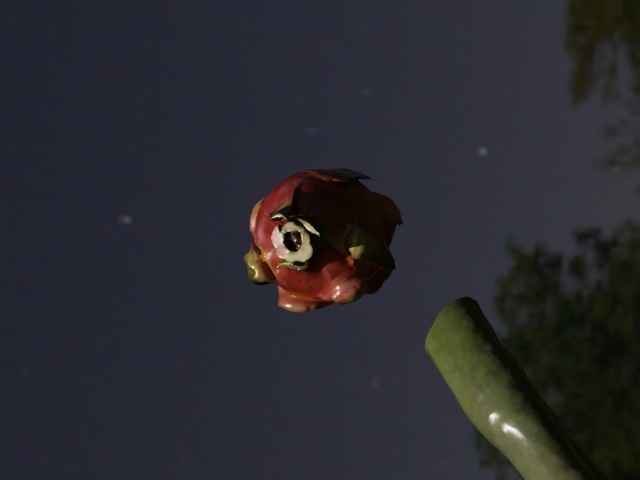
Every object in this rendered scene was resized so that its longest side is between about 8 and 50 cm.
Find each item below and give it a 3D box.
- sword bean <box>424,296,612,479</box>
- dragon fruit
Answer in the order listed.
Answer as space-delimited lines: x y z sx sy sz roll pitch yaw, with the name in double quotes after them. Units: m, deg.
0.122 0.124 0.753 0.043 0.269 0.038 1 -50 -44 "sword bean"
-0.002 0.000 1.058 0.116 0.086 0.081 -4 -87 -62 "dragon fruit"
